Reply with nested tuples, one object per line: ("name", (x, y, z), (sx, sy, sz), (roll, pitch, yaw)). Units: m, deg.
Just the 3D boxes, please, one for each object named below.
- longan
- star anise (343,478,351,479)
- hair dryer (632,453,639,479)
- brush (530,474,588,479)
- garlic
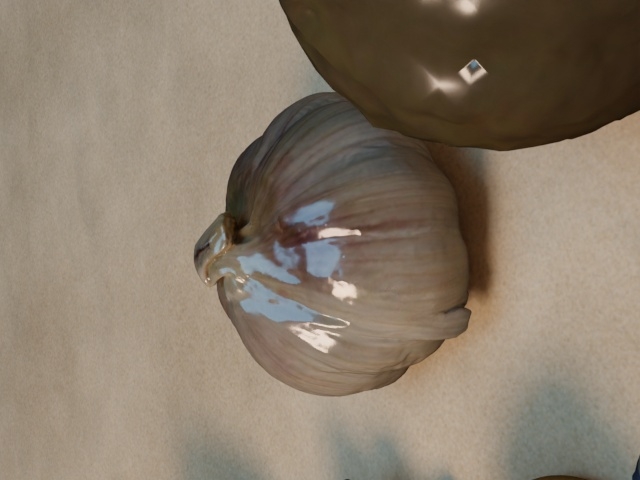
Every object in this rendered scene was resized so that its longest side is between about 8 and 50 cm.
("longan", (0.154, -0.282, 0.828), (0.404, 0.404, 0.435), (-42, 32, 44))
("star anise", (0.031, 0.388, 1.103), (0.108, 0.315, 0.315), (72, 176, -64))
("hair dryer", (0.400, 0.149, 0.748), (0.298, 0.119, 0.296), (36, 115, 28))
("brush", (0.207, 0.325, 0.922), (0.266, 0.166, 0.174), (46, 125, 38))
("garlic", (0.014, -0.002, 1.132), (0.322, 0.241, 0.321), (-4, 82, 31))
